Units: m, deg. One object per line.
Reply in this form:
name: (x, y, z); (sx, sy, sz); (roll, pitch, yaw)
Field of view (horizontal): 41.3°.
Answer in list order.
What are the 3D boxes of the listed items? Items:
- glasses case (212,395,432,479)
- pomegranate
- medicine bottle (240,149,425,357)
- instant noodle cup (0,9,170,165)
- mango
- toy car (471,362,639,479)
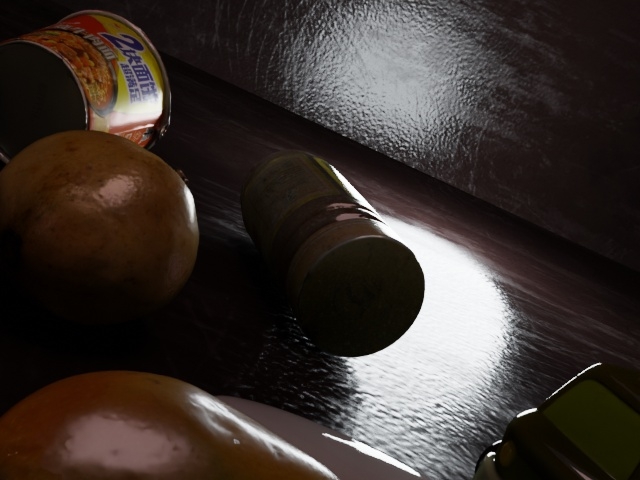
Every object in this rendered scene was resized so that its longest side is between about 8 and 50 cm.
glasses case: (0.005, 0.183, 0.644); (0.233, 0.059, 0.092); (23, 14, -9)
pomegranate: (-0.193, -0.015, 0.758); (0.196, 0.196, 0.196); (24, 15, -7)
medicine bottle: (0.000, 0.000, 1.067); (0.151, 0.151, 0.322); (19, 17, -25)
instant noodle cup: (-0.320, -0.178, 1.071); (0.213, 0.213, 0.174); (28, 23, 6)
mango: (-0.082, 0.149, 0.513); (0.253, 0.113, 0.138); (20, 17, -28)
toy car: (0.274, 0.204, 0.747); (0.247, 0.198, 0.204); (16, 17, -35)
